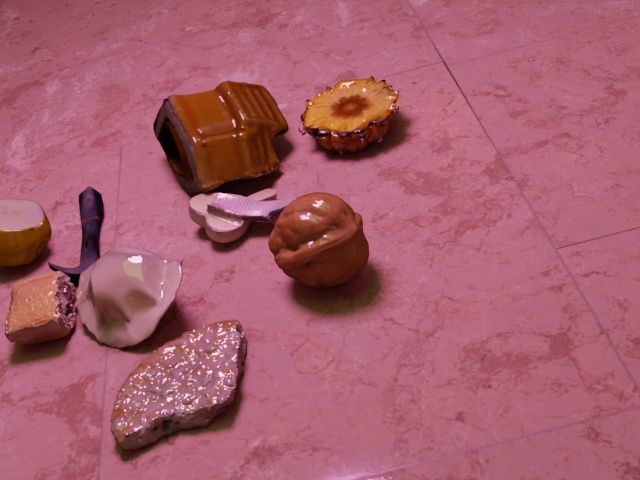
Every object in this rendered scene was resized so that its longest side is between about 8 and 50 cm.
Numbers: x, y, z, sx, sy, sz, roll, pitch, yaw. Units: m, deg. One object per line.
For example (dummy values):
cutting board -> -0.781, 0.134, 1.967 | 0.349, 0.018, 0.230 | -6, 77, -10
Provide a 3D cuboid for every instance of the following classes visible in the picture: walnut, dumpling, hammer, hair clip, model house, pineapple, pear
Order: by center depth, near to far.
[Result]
walnut -> 0.000, 0.000, 1.531 | 0.166, 0.167, 0.149 | 12, 34, 33
dumpling -> -0.315, 0.089, 1.571 | 0.215, 0.126, 0.166 | 13, 69, 14
hair clip -> -0.127, -0.056, 1.731 | 0.218, 0.071, 0.159 | 4, 32, 16
pear -> -0.568, -0.006, 1.798 | 0.141, 0.104, 0.141 | 10, 32, -6
hammer -> -0.432, -0.013, 1.811 | 0.137, 0.037, 0.290 | -16, 35, -4
model house -> -0.175, -0.197, 1.888 | 0.239, 0.173, 0.268 | -16, 59, -22
pineapple -> 0.061, -0.238, 1.905 | 0.224, 0.076, 0.225 | -11, 37, 9

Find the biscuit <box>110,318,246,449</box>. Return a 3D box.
biscuit -> -0.194, 0.207, 1.413 | 0.188, 0.040, 0.265 | 18, 48, 39

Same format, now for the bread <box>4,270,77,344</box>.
bread -> -0.456, 0.116, 1.607 | 0.106, 0.082, 0.125 | -20, 44, 10
